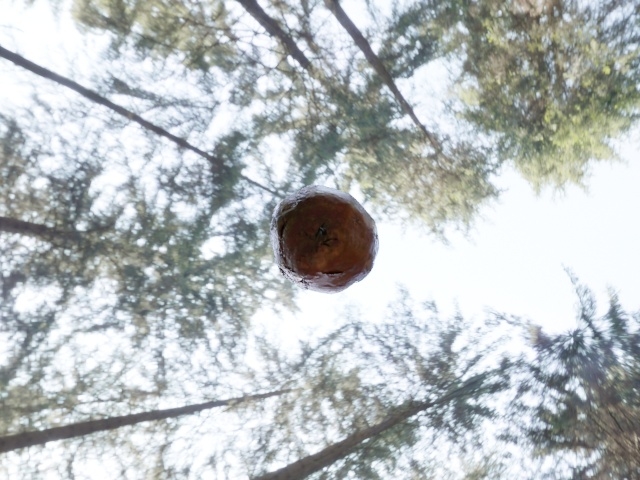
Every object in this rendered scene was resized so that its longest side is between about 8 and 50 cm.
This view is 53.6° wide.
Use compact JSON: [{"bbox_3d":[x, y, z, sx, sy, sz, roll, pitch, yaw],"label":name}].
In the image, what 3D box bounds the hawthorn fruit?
[{"bbox_3d":[0.000,0.000,0.974,0.181,0.235,0.181,0,-89,3],"label":"hawthorn fruit"}]
